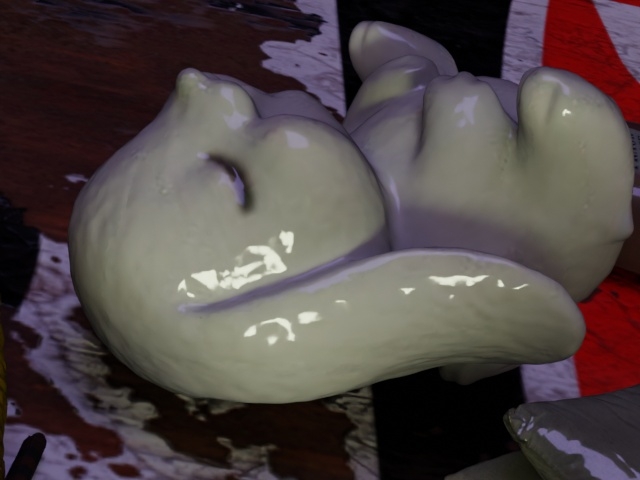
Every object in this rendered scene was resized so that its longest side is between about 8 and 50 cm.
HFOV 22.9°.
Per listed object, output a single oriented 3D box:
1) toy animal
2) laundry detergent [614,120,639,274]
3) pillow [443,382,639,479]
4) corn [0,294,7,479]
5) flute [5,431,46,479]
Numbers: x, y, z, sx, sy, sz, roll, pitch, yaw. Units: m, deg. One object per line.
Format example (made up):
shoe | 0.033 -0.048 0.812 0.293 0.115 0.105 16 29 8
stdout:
toy animal | 0.000 0.000 0.836 0.265 0.206 0.271 -15 24 -29
laundry detergent | 0.180 -0.050 1.121 0.237 0.076 0.171 16 27 7
pillow | 0.174 0.129 0.793 0.181 0.078 0.134 -7 38 -41
corn | -0.188 0.077 0.669 0.119 0.119 0.322 10 24 -10
flute | -0.151 0.159 0.644 0.014 0.014 0.269 15 28 -1
